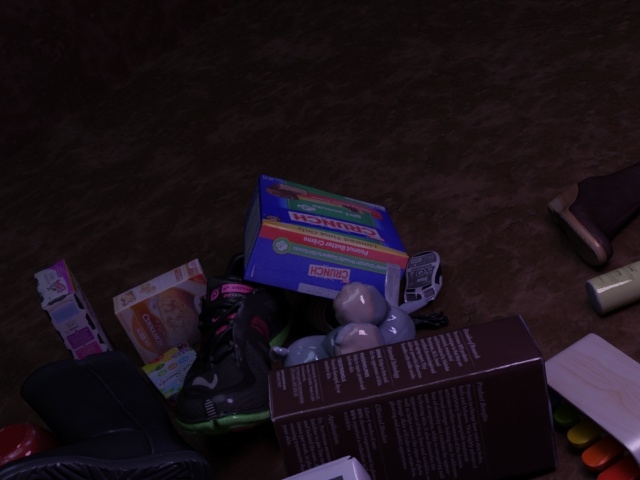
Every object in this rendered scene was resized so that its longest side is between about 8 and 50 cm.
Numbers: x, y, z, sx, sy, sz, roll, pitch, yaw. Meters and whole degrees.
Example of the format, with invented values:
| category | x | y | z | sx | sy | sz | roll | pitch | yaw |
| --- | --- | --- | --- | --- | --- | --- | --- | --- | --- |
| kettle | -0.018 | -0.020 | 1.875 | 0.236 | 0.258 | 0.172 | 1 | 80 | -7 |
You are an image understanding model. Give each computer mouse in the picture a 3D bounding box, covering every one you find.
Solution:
| category | x | y | z | sx | sy | sz | roll | pitch | yaw |
| --- | --- | --- | --- | --- | --- | --- | --- | --- | --- |
| computer mouse | 0.190 | 0.094 | 2.028 | 0.106 | 0.042 | 0.193 | -15 | 36 | 25 |

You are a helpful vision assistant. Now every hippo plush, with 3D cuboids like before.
| category | x | y | z | sx | sy | sz | roll | pitch | yaw |
| --- | --- | --- | --- | --- | --- | --- | --- | --- | --- |
| hippo plush | 0.024 | 0.181 | 1.802 | 0.237 | 0.234 | 0.294 | -21 | 42 | 23 |

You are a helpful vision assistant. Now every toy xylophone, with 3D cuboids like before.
| category | x | y | z | sx | sy | sz | roll | pitch | yaw |
| --- | --- | --- | --- | --- | --- | --- | --- | --- | --- |
| toy xylophone | 0.444 | 0.221 | 1.585 | 0.236 | 0.081 | 0.322 | -26 | 29 | -4 |

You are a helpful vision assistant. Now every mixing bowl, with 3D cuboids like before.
| category | x | y | z | sx | sy | sz | roll | pitch | yaw |
| --- | --- | --- | --- | --- | --- | --- | --- | --- | --- |
| mixing bowl | -0.545 | 0.396 | 2.012 | 0.181 | 0.098 | 0.181 | -17 | 30 | 11 |

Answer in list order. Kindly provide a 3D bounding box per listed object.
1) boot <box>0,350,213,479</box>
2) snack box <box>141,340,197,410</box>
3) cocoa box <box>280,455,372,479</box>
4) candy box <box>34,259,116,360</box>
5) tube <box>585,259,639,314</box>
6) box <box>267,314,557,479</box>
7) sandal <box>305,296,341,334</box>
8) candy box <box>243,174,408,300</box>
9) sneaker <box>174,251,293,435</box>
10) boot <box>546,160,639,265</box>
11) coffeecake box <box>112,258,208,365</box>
| category | x | y | z | sx | sy | sz | roll | pitch | yaw |
| --- | --- | --- | --- | --- | --- | --- | --- | --- | --- |
| boot | -0.426 | 0.323 | 1.885 | 0.367 | 0.146 | 0.445 | 4 | 19 | -31 |
| snack box | -0.266 | 0.253 | 2.102 | 0.100 | 0.037 | 0.141 | -33 | 31 | -14 |
| cocoa box | 0.003 | 0.465 | 1.244 | 0.231 | 0.228 | 0.347 | -20 | 55 | 7 |
| candy box | -0.469 | 0.172 | 2.185 | 0.071 | 0.233 | 0.159 | -28 | 30 | -7 |
| tube | 0.553 | 0.049 | 1.817 | 0.240 | 0.062 | 0.070 | -20 | 69 | -3 |
| box | 0.129 | 0.252 | 1.589 | 0.381 | 0.191 | 0.143 | -11 | 26 | 1 |
| sandal | 0.055 | 0.131 | 2.026 | 0.102 | 0.076 | 0.265 | -34 | 30 | -18 |
| candy box | 0.000 | 0.000 | 2.055 | 0.268 | 0.122 | 0.317 | 14 | 18 | -9 |
| sneaker | -0.161 | 0.172 | 1.941 | 0.185 | 0.202 | 0.483 | -10 | 25 | 7 |
| boot | 0.528 | -0.061 | 1.977 | 0.207 | 0.090 | 0.248 | -24 | 25 | 4 |
| coffeecake box | -0.292 | 0.142 | 2.196 | 0.185 | 0.142 | 0.068 | -25 | 30 | -2 |
